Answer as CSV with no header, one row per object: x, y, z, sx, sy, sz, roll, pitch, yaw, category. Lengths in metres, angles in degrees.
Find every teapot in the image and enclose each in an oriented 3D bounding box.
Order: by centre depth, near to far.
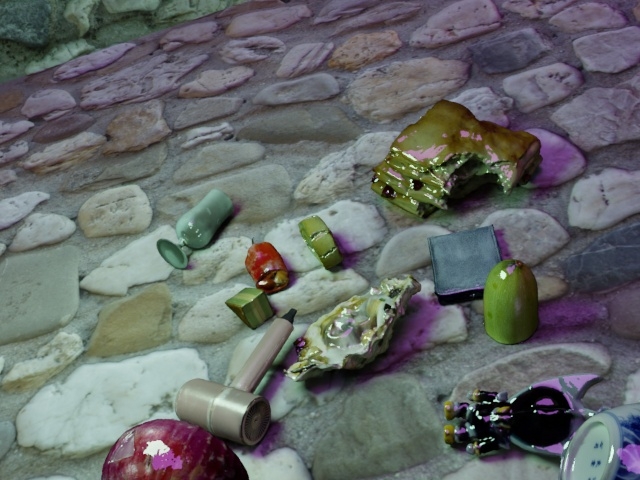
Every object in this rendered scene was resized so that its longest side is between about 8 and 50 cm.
0.544,0.399,1.365,0.280,0.252,0.424,23,68,-6,teapot

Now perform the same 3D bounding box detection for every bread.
-0.183,0.136,2.042,0.074,0.084,0.139,-35,42,-16,bread
0.000,0.000,2.098,0.064,0.117,0.156,-27,41,-7,bread
0.335,-0.208,2.151,0.370,0.191,0.314,21,53,36,bread

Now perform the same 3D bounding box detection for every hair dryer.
-0.151,0.274,1.854,0.189,0.107,0.344,9,47,32,hair dryer

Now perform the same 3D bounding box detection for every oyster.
0.082,0.205,1.864,0.354,0.107,0.201,-35,21,-1,oyster

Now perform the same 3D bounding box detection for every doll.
0.381,0.336,1.583,0.316,0.103,0.145,-7,36,22,doll

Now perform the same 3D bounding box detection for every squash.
0.395,0.116,1.768,0.123,0.187,0.123,-6,43,5,squash

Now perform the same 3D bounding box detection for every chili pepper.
-0.143,0.049,2.129,0.086,0.084,0.192,3,35,-27,chili pepper

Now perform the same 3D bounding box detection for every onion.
-0.254,0.451,1.595,0.230,0.256,0.272,-12,54,29,onion

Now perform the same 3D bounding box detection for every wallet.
0.336,0.054,1.974,0.167,0.036,0.222,-13,38,8,wallet

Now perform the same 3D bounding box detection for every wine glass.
-0.327,-0.035,2.280,0.103,0.103,0.231,12,44,31,wine glass
